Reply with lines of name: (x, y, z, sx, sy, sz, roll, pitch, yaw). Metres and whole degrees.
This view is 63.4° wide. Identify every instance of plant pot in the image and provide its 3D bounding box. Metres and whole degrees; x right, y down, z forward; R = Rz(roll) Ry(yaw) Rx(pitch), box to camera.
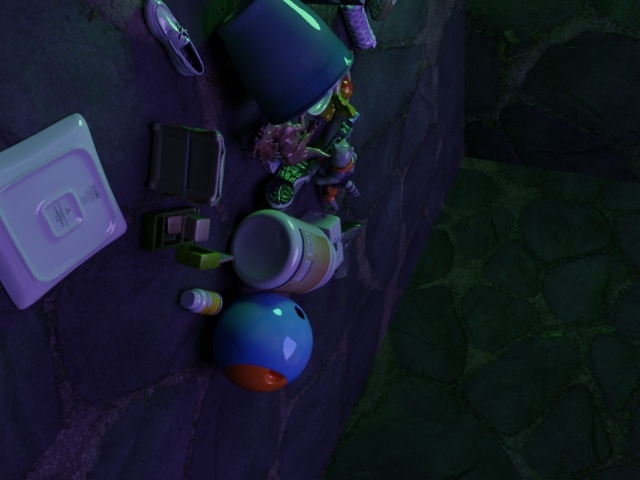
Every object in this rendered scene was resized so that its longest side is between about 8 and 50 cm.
plant pot: (-0.101, -0.468, 1.253, 0.255, 0.272, 0.271, 47, 56, -29)

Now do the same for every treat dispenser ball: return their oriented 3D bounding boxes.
treat dispenser ball: (-0.166, 0.288, 1.494, 0.288, 0.288, 0.288, -40, 137, -51)

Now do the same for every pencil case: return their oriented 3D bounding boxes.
pencil case: (0.134, -0.762, 1.803, 0.086, 0.088, 0.206, -67, 154, -14)

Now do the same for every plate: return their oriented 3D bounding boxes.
plate: (-0.484, -0.052, 0.949, 0.278, 0.045, 0.277, -51, 145, -43)

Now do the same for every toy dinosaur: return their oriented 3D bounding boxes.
toy dinosaur: (-0.105, -0.272, 1.475, 0.296, 0.127, 0.200, 33, 74, -47)

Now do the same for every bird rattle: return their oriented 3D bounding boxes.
bird rattle: (0.057, -0.535, 1.778, 0.207, 0.143, 0.253, -6, 96, -75)

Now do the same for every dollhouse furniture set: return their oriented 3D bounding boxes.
dollhouse furniture set: (-0.273, -0.108, 1.173, 0.151, 0.198, 0.301, -15, 117, -60)

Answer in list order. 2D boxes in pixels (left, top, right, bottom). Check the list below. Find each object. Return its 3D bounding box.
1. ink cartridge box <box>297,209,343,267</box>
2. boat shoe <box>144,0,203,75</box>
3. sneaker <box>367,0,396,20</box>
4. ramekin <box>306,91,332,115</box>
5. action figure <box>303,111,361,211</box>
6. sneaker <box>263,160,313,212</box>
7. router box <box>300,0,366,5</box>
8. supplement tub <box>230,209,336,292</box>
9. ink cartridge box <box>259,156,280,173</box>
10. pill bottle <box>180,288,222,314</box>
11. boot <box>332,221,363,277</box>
ink cartridge box: (0.000, 0.000, 1.860, 0.082, 0.140, 0.190, -49, 143, -41)
boat shoe: (-0.305, -0.426, 1.099, 0.066, 0.063, 0.184, -60, 151, -30)
sneaker: (0.169, -0.969, 1.771, 0.182, 0.158, 0.410, -19, 127, -25)
ramekin: (-0.052, -0.482, 1.541, 0.207, 0.109, 0.207, -39, 136, -52)
action figure: (0.089, -0.275, 1.841, 0.341, 0.178, 0.330, -56, 169, -10)
sneaker: (-0.110, -0.176, 1.620, 0.108, 0.100, 0.271, -54, -175, 47)
router box: (0.025, -0.798, 1.379, 0.081, 0.243, 0.308, -4, 107, -64)
supplement tub: (-0.099, 0.043, 1.568, 0.316, 0.228, 0.228, 20, 84, -63)
ink cartridge box: (-0.153, -0.247, 1.546, 0.048, 0.028, 0.083, -61, 151, -28)
pill bottle: (-0.318, 0.162, 1.377, 0.116, 0.065, 0.065, 30, 76, -63)
boot: (0.113, 0.039, 2.192, 0.190, 0.076, 0.208, -24, 119, -42)
